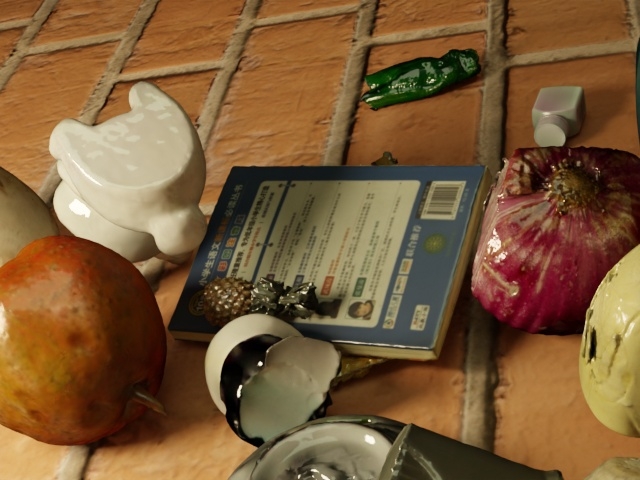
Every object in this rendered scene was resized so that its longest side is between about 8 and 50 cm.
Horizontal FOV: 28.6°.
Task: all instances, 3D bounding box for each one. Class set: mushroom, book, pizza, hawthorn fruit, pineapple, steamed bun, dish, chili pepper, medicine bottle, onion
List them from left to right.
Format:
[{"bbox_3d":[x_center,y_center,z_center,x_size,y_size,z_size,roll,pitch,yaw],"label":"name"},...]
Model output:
[{"bbox_3d":[-0.557,0.018,1.926,0.297,0.297,0.290,27,80,45],"label":"mushroom"},{"bbox_3d":[-0.319,0.148,1.649,0.298,0.277,0.277,36,55,19],"label":"hawthorn fruit"},{"bbox_3d":[-0.078,0.082,1.694,0.159,0.074,0.074,-4,36,22],"label":"pineapple"},{"bbox_3d":[0.008,0.019,1.764,0.428,0.039,0.300,2,58,31],"label":"book"},{"bbox_3d":[0.014,0.297,1.412,0.324,0.124,0.324,-10,35,7],"label":"dish"},{"bbox_3d":[0.066,0.156,1.673,0.109,0.026,0.123,-1,37,28],"label":"pizza"},{"bbox_3d":[0.174,-0.290,2.230,0.224,0.061,0.098,-14,41,-1],"label":"chili pepper"},{"bbox_3d":[0.382,-0.198,2.022,0.074,0.055,0.118,2,37,22],"label":"medicine bottle"},{"bbox_3d":[0.320,0.010,1.626,0.256,0.272,0.230,-11,60,17],"label":"onion"},{"bbox_3d":[0.414,0.083,1.462,0.273,0.232,0.166,-30,45,-22],"label":"steamed bun"}]

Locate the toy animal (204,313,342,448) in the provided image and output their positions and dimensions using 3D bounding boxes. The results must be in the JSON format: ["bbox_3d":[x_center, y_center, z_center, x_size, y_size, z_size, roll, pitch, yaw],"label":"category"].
[{"bbox_3d":[-0.064,0.169,1.616,0.166,0.138,0.179,-35,28,-8],"label":"toy animal"}]

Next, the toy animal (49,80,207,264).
[{"bbox_3d":[-0.262,-0.037,1.800,0.196,0.367,0.241,-26,74,-23],"label":"toy animal"}]

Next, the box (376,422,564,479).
[{"bbox_3d":[0.122,0.327,1.247,0.178,0.138,0.274,24,49,1],"label":"box"}]

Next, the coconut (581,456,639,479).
[{"bbox_3d":[0.320,0.326,1.197,0.202,0.221,0.202,10,1,0],"label":"coconut"}]

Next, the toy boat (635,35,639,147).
[{"bbox_3d":[0.499,-0.181,1.740,0.122,0.296,0.114,10,33,39],"label":"toy boat"}]

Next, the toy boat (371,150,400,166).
[{"bbox_3d":[0.116,-0.094,1.990,0.049,0.047,0.149,-6,36,-10],"label":"toy boat"}]
